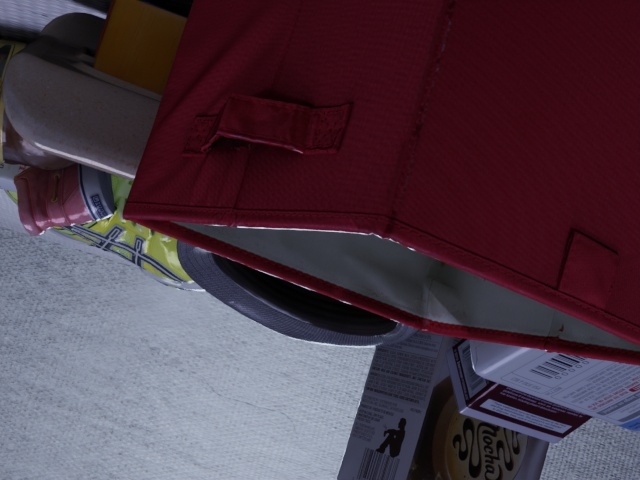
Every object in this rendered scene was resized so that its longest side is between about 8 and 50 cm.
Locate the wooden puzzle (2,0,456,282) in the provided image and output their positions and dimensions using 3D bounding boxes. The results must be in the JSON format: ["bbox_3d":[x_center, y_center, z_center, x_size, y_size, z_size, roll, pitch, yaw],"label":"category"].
[{"bbox_3d":[-0.024,-0.084,0.776,0.322,0.080,0.348,19,-168,-13],"label":"wooden puzzle"}]

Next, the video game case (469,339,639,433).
[{"bbox_3d":[0.306,0.038,0.719,0.300,0.036,0.329,22,138,-32],"label":"video game case"}]

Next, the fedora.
[{"bbox_3d":[0.000,0.000,1.187,0.243,0.124,0.275,32,157,-18],"label":"fedora"}]

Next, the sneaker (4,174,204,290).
[{"bbox_3d":[-0.221,-0.037,1.391,0.384,0.145,0.147,9,169,31],"label":"sneaker"}]

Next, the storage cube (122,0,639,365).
[{"bbox_3d":[0.061,-0.067,0.517,0.215,0.193,0.183,23,169,-35],"label":"storage cube"}]

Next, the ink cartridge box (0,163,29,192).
[{"bbox_3d":[-0.318,-0.111,1.207,0.150,0.109,0.063,14,168,13],"label":"ink cartridge box"}]

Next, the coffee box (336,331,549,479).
[{"bbox_3d":[0.151,0.132,1.247,0.168,0.297,0.119,22,171,-31],"label":"coffee box"}]

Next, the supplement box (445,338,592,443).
[{"bbox_3d":[0.239,0.082,1.096,0.130,0.073,0.239,22,131,-31],"label":"supplement box"}]

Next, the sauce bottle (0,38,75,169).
[{"bbox_3d":[-0.271,-0.122,1.067,0.344,0.111,0.111,10,170,25],"label":"sauce bottle"}]

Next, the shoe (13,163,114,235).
[{"bbox_3d":[-0.238,-0.073,1.129,0.081,0.178,0.063,-16,130,2],"label":"shoe"}]
